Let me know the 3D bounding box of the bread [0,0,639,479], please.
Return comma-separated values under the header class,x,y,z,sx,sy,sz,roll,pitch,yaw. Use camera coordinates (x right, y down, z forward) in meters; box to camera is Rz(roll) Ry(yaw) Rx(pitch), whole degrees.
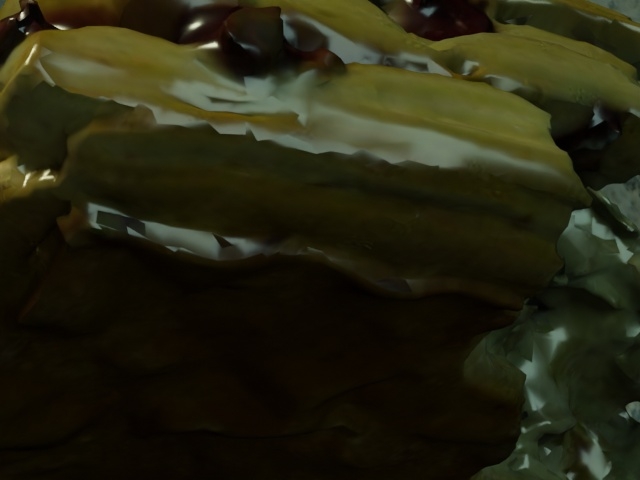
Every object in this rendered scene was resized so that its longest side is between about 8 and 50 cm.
class,x,y,z,sx,sy,sz,roll,pitch,yaw
bread,0.000,0.000,0.718,0.370,0.314,0.191,10,54,-30
